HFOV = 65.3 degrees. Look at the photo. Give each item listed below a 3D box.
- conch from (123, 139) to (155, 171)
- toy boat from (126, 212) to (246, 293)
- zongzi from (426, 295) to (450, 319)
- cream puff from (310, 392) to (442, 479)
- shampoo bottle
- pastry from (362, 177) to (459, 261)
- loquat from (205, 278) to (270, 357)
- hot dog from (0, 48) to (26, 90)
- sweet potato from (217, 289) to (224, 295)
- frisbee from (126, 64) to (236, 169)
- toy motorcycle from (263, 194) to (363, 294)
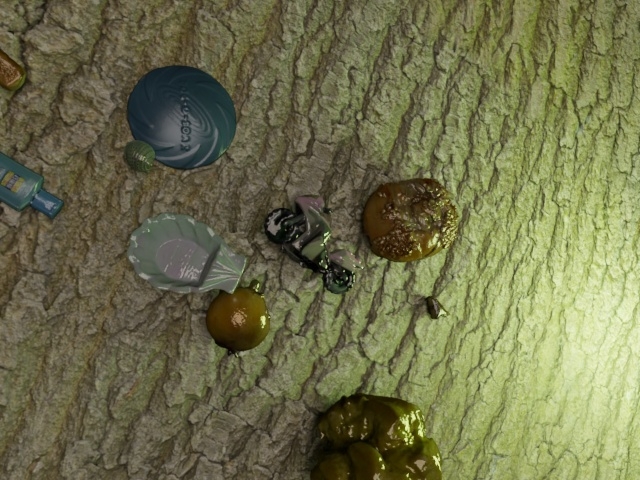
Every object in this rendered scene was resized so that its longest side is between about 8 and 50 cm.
[{"bbox_3d":[-0.469,-0.217,1.286,0.085,0.057,0.076,23,101,-15],"label":"conch"},{"bbox_3d":[-0.340,0.048,1.280,0.290,0.100,0.200,21,74,0],"label":"toy boat"},{"bbox_3d":[0.378,0.207,1.586,0.083,0.040,0.076,-8,83,-32],"label":"zongzi"},{"bbox_3d":[0.123,0.556,1.324,0.378,0.378,0.276,-34,97,-19],"label":"cream puff"},{"bbox_3d":[-0.740,-0.142,1.184,0.258,0.061,0.104,34,77,-15],"label":"shampoo bottle"},{"bbox_3d":[0.284,-0.063,1.503,0.310,0.162,0.255,-13,93,-19],"label":"pastry"},{"bbox_3d":[-0.207,0.197,1.307,0.172,0.149,0.205,33,79,-25],"label":"loquat"},{"bbox_3d":[-0.827,-0.465,1.173,0.286,0.061,0.088,45,77,-13],"label":"hot dog"},{"bbox_3d":[-0.265,0.132,1.360,0.026,0.026,0.115,20,82,-18],"label":"sweet potato"},{"bbox_3d":[-0.366,-0.335,1.340,0.289,0.049,0.290,1,86,-20],"label":"frisbee"},{"bbox_3d":[0.000,0.000,1.406,0.327,0.143,0.188,42,74,-20],"label":"toy motorcycle"}]
